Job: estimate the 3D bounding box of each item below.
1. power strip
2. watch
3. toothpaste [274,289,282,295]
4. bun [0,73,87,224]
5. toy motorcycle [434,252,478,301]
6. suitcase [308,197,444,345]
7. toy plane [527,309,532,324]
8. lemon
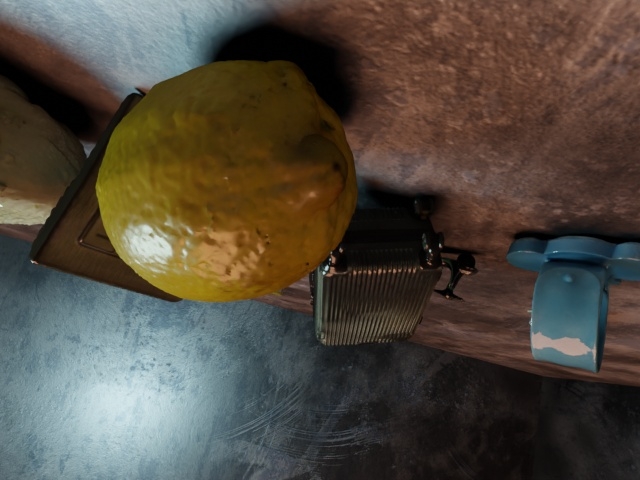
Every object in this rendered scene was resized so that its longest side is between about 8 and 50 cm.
[{"bbox_3d":[-0.253,-0.051,0.684,0.092,0.257,0.251,31,179,32],"label":"power strip"},{"bbox_3d":[0.395,0.101,0.710,0.211,0.193,0.211,15,165,4],"label":"watch"},{"bbox_3d":[-0.253,0.110,1.554,0.313,0.089,0.071,26,166,-41],"label":"toothpaste"},{"bbox_3d":[-0.526,-0.141,0.652,0.359,0.211,0.360,3,172,0],"label":"bun"},{"bbox_3d":[0.224,0.064,0.917,0.173,0.100,0.058,8,164,25],"label":"toy motorcycle"},{"bbox_3d":[0.082,0.066,0.773,0.202,0.128,0.312,-2,143,-4],"label":"suitcase"},{"bbox_3d":[0.589,0.197,1.116,0.174,0.080,0.174,11,166,3],"label":"toy plane"},{"bbox_3d":[-0.093,-0.057,0.482,0.319,0.245,0.245,-5,157,45],"label":"lemon"}]
